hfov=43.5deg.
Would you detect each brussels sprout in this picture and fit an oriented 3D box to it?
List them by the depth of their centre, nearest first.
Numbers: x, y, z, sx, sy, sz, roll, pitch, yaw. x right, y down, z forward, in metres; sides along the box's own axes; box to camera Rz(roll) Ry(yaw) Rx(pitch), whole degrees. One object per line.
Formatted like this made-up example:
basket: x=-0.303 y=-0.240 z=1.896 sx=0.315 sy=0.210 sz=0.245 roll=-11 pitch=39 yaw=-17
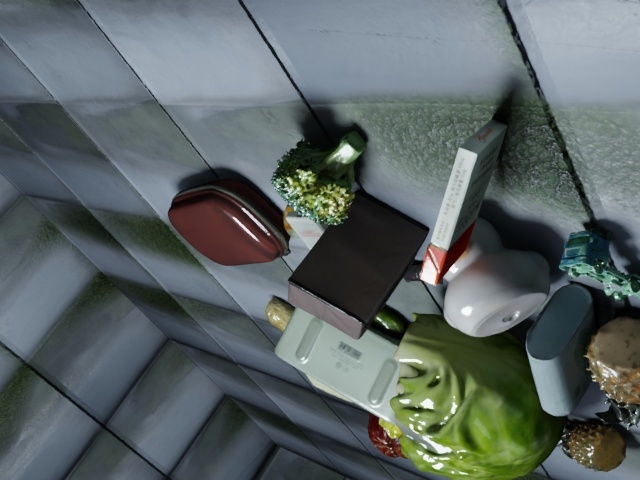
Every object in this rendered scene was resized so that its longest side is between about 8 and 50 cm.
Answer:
brussels sprout: x=0.352 y=0.356 z=1.769 sx=0.361 sy=0.342 sz=0.425 roll=2 pitch=151 yaw=16

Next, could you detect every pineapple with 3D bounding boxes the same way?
pineapple: x=0.585 y=0.270 z=1.508 sx=0.310 sy=0.170 sz=0.141 roll=54 pitch=-178 yaw=-45
pineapple: x=0.615 y=0.478 z=1.934 sx=0.125 sy=0.125 sz=0.251 roll=42 pitch=166 yaw=-14

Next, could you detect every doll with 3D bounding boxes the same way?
doll: x=0.297 y=0.056 z=1.478 sx=0.221 sy=0.221 sz=0.251 roll=16 pitch=177 yaw=38

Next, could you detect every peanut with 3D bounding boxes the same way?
peanut: x=-0.080 y=0.260 z=2.462 sx=0.214 sy=0.099 sz=0.099 roll=46 pitch=155 yaw=-11

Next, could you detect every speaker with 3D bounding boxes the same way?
speaker: x=0.097 y=0.297 z=2.091 sx=0.406 sy=0.184 sz=0.183 roll=27 pitch=-170 yaw=22

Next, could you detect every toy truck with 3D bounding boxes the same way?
toy truck: x=0.483 y=0.042 z=1.329 sx=0.175 sy=0.081 sz=0.067 roll=24 pitch=162 yaw=-22

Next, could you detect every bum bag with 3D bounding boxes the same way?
bum bag: x=0.219 y=0.071 z=1.761 sx=0.124 sy=0.034 sz=0.057 roll=5 pitch=128 yaw=49

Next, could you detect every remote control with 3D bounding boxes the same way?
remote control: x=0.000 y=0.000 z=1.837 sx=0.088 sy=0.029 sz=0.190 roll=1 pitch=142 yaw=38

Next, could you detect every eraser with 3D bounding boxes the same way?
eraser: x=0.464 y=0.210 z=1.523 sx=0.081 sy=0.174 sz=0.227 roll=25 pitch=156 yaw=38

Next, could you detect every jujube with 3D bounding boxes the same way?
jujube: x=0.258 y=0.565 z=2.453 sx=0.213 sy=0.213 sz=0.232 roll=39 pitch=161 yaw=-8

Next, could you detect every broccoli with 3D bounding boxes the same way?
broccoli: x=0.008 y=-0.136 z=1.526 sx=0.194 sy=0.220 sz=0.194 roll=9 pitch=104 yaw=36

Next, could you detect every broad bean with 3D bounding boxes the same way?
broad bean: x=0.091 y=0.153 z=2.069 sx=0.318 sy=0.056 sz=0.098 roll=33 pitch=-174 yaw=21

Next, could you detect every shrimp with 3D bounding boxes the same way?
shrimp: x=-0.009 y=-0.033 z=1.869 sx=0.166 sy=0.049 sz=0.161 roll=24 pitch=154 yaw=7

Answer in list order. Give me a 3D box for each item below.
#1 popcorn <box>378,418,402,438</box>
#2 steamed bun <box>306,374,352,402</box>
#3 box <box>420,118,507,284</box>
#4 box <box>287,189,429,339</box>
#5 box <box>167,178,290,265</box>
popcorn: x=0.286 y=0.470 z=2.201 sx=0.235 sy=0.217 sz=0.181 roll=38 pitch=163 yaw=23
steamed bun: x=0.051 y=0.345 z=2.354 sx=0.200 sy=0.154 sz=0.250 roll=13 pitch=142 yaw=35
box: x=0.224 y=-0.059 z=1.262 sx=0.035 sy=0.139 sz=0.245 roll=26 pitch=128 yaw=19
box: x=0.073 y=0.056 z=1.653 sx=0.188 sy=0.252 sz=0.153 roll=30 pitch=157 yaw=10
box: x=-0.241 y=-0.042 z=2.068 sx=0.263 sy=0.108 sz=0.404 roll=45 pitch=155 yaw=-22
